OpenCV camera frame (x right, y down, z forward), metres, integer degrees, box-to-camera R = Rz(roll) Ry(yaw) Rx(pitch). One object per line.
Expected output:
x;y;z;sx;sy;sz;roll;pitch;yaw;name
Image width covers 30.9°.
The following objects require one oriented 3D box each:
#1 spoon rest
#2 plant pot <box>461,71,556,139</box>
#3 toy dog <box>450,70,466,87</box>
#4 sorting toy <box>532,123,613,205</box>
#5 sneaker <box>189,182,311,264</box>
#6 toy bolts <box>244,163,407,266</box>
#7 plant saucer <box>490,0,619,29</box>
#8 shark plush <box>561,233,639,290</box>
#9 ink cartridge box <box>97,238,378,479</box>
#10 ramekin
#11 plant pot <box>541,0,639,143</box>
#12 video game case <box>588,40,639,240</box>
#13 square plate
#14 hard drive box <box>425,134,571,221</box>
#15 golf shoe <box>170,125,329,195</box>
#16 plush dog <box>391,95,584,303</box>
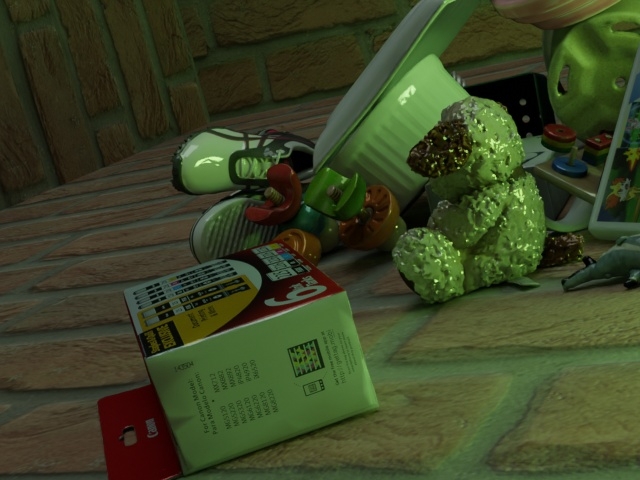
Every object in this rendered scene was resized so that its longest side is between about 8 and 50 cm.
0.377;-0.060;1.602;0.276;0.084;0.137;-7;8;-30;spoon rest
0.343;-0.209;2.088;0.165;0.166;0.234;-10;6;23;plant pot
0.160;-0.217;2.282;0.161;0.220;0.333;6;-1;-10;toy dog
0.376;-0.090;1.500;0.132;0.046;0.274;-19;39;-40;sorting toy
-0.116;-0.018;1.856;0.127;0.126;0.321;-1;11;38;sneaker
0.000;0.000;1.731;0.228;0.158;0.218;20;76;53;toy bolts
0.428;-0.437;1.819;0.332;0.084;0.332;-33;19;13;plant saucer
0.346;0.023;1.290;0.161;0.073;0.067;-7;44;15;shark plush
-0.118;0.120;1.227;0.271;0.130;0.309;-18;13;-11;ink cartridge box
0.138;-0.151;1.854;0.277;0.135;0.277;-49;-4;-5;ramekin
0.506;-0.291;1.896;0.333;0.334;0.305;-10;19;24;plant pot
0.488;-0.147;1.349;0.300;0.329;0.036;4;-22;43;video game case
0.131;-0.283;1.844;0.347;0.049;0.344;-51;-4;30;square plate
0.281;-0.087;1.763;0.181;0.089;0.232;-9;13;23;hard drive box
-0.108;-0.128;1.827;0.272;0.105;0.120;-13;18;-40;golf shoe
0.203;-0.067;1.445;0.210;0.225;0.262;-9;13;26;plush dog
